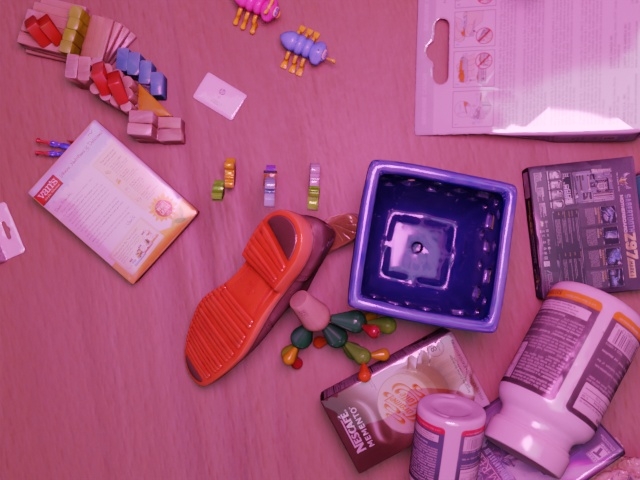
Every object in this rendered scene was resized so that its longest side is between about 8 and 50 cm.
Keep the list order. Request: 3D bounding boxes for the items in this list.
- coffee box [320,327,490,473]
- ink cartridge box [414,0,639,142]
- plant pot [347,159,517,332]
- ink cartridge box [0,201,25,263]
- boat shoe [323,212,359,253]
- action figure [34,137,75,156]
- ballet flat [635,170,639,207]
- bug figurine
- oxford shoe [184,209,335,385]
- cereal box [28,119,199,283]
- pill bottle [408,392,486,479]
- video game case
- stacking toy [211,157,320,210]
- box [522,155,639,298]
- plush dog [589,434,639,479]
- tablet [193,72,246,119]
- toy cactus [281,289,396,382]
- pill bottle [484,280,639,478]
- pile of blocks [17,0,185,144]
[{"bbox_3d":[0.139,0.267,1.258,0.246,0.098,0.141,-29,89,-1],"label":"coffee box"},{"bbox_3d":[0.366,-0.330,1.313,0.384,0.091,0.309,1,88,17],"label":"ink cartridge box"},{"bbox_3d":[0.171,0.013,1.214,0.235,0.212,0.236,10,87,2],"label":"plant pot"},{"bbox_3d":[-0.625,0.009,1.294,0.180,0.060,0.104,-24,87,-1],"label":"ink cartridge box"},{"bbox_3d":[0.000,0.000,1.293,0.170,0.059,0.063,-23,94,20],"label":"boat shoe"},{"bbox_3d":[-0.443,-0.159,1.318,0.115,0.030,0.038,8,93,-4],"label":"action figure"},{"bbox_3d":[0.603,-0.020,1.289,0.079,0.077,0.222,-10,87,-20],"label":"ballet flat"},{"bbox_3d":[-0.037,-0.445,1.307,0.216,0.072,0.279,21,88,1],"label":"bug figurine"},{"bbox_3d":[-0.099,0.109,1.242,0.364,0.132,0.130,-51,60,23],"label":"oxford shoe"},{"bbox_3d":[-0.356,-0.066,1.292,0.240,0.047,0.173,43,89,-4],"label":"cereal box"},{"bbox_3d":[0.194,0.342,1.162,0.107,0.108,0.180,6,103,1],"label":"pill bottle"},{"bbox_3d":[0.325,0.351,1.229,0.274,0.026,0.196,-33,44,-2],"label":"video game case"},{"bbox_3d":[-0.084,-0.087,1.222,0.166,0.221,0.052,3,109,-2],"label":"stacking toy"},{"bbox_3d":[0.457,-0.021,1.290,0.183,0.059,0.233,-7,88,2],"label":"box"},{"bbox_3d":[0.575,0.426,1.220,0.225,0.210,0.263,-16,87,-24],"label":"plush dog"},{"bbox_3d":[-0.180,-0.258,1.332,0.083,0.006,0.054,31,88,1],"label":"tablet"},{"bbox_3d":[0.008,0.154,1.211,0.218,0.180,0.112,-12,46,33],"label":"toy cactus"},{"bbox_3d":[0.379,0.217,1.170,0.162,0.162,0.279,32,80,2],"label":"pill bottle"},{"bbox_3d":[-0.368,-0.306,1.282,0.362,0.112,0.149,39,88,2],"label":"pile of blocks"}]
